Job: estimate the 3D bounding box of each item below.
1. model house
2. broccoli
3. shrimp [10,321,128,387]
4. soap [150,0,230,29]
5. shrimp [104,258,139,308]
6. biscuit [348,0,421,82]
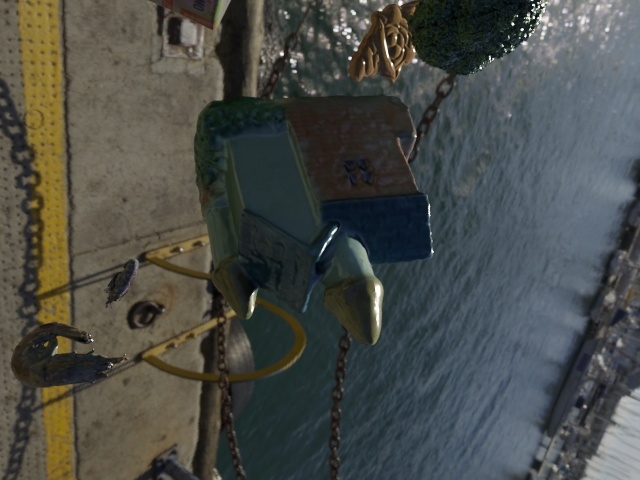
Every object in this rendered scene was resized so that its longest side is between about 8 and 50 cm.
[{"bbox_3d":[0.000,0.000,0.655,0.267,0.324,0.194,-5,142,-17],"label":"model house"},{"bbox_3d":[0.228,-0.378,0.830,0.269,0.241,0.261,-26,162,-23],"label":"broccoli"},{"bbox_3d":[-0.481,0.216,1.057,0.047,0.224,0.126,89,-3,-70],"label":"shrimp"},{"bbox_3d":[-0.284,-0.611,1.231,0.199,0.182,0.138,133,-24,-63],"label":"soap"},{"bbox_3d":[-0.509,0.114,1.394,0.057,0.065,0.165,32,117,-31],"label":"shrimp"},{"bbox_3d":[0.160,-0.426,1.163,0.250,0.035,0.162,-44,141,-5],"label":"biscuit"}]
